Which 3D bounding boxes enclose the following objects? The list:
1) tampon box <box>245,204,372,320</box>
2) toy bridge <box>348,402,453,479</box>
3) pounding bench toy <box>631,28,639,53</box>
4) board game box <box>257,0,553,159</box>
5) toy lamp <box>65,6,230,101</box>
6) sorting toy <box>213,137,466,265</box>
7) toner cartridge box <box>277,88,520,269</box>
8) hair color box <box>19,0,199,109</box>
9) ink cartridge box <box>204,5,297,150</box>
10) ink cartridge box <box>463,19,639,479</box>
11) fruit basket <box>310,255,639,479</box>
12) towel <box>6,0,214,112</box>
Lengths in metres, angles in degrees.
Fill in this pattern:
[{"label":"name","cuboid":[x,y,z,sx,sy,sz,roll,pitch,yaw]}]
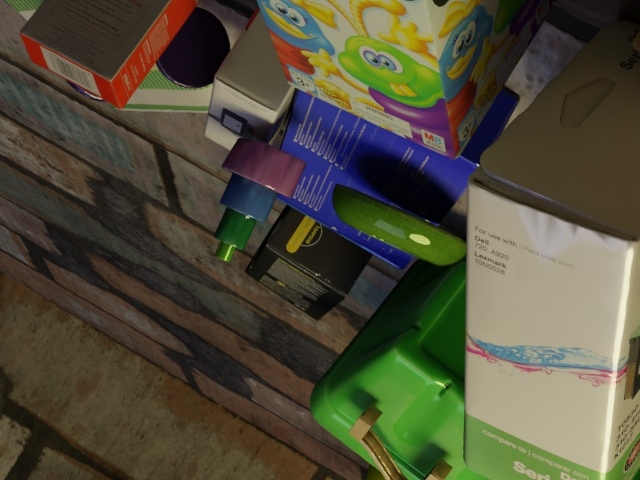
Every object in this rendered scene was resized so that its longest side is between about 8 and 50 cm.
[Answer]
[{"label":"tampon box","cuboid":[0.000,0.000,1.575,0.101,0.120,0.161,33,163,-3]},{"label":"toy bridge","cuboid":[0.106,0.237,1.415,0.188,0.026,0.063,37,136,6]},{"label":"pounding bench toy","cuboid":[0.220,-0.139,0.890,0.083,0.052,0.065,36,164,-9]},{"label":"board game box","cuboid":[0.044,-0.194,0.899,0.144,0.142,0.275,26,163,21]},{"label":"toy lamp","cuboid":[-0.176,-0.171,1.361,0.080,0.080,0.275,40,163,-23]},{"label":"sorting toy","cuboid":[0.069,0.040,1.250,0.366,0.126,0.127,24,180,-8]},{"label":"toner cartridge box","cuboid":[0.052,-0.081,1.321,0.165,0.075,0.348,31,164,1]},{"label":"hair color box","cuboid":[-0.159,-0.202,1.207,0.093,0.167,0.053,29,162,13]},{"label":"ink cartridge box","cuboid":[-0.046,-0.143,1.270,0.063,0.109,0.150,29,164,0]},{"label":"ink cartridge box","cuboid":[0.195,0.023,0.994,0.117,0.201,0.278,23,139,27]},{"label":"fruit basket","cuboid":[0.175,0.219,1.535,0.392,0.283,0.392,30,151,19]},{"label":"towel","cuboid":[-0.242,-0.243,1.485,0.248,0.038,0.325,9,150,51]}]
